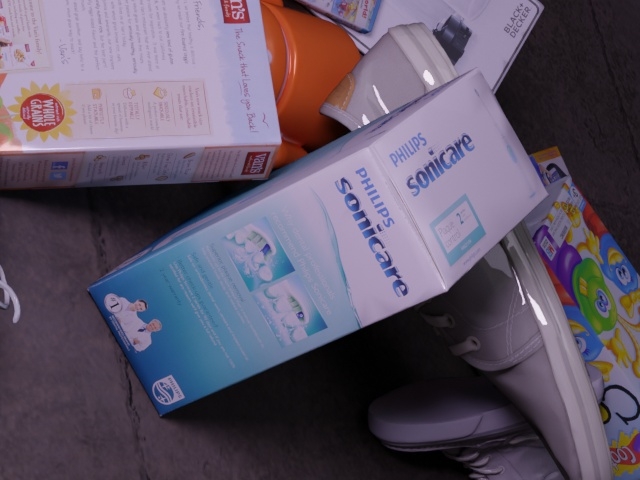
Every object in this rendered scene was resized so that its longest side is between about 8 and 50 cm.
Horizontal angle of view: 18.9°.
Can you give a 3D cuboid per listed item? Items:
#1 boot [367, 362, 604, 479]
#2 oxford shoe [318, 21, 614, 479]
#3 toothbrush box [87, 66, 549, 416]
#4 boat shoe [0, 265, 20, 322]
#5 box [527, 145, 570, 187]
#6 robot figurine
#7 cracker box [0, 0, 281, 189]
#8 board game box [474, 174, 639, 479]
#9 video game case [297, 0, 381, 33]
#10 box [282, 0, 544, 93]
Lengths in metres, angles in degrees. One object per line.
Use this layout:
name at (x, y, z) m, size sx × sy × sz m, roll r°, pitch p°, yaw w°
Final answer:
boot at (0.155, 0.192, 1.785) m, size 0.258 × 0.095 × 0.123 m, roll -7°, pitch 111°, yaw -30°
oxford shoe at (0.129, 0.032, 1.673) m, size 0.449 × 0.130 × 0.169 m, roll 63°, pitch -2°, yaw -6°
toothbrush box at (0.000, 0.000, 1.519) m, size 0.126 × 0.295 × 0.216 m, roll 60°, pitch 33°, yaw -5°
boat shoe at (-0.257, 0.018, 1.314) m, size 0.095 × 0.079 × 0.254 m, roll 33°, pitch 42°, yaw -37°
box at (0.265, -0.035, 2.146) m, size 0.081 × 0.028 × 0.136 m, roll -19°, pitch 82°, yaw -57°
robot figurine at (-0.047, -0.145, 1.705) m, size 0.219 × 0.128 × 0.158 m, roll 9°, pitch 98°, yaw -51°
cracker box at (-0.156, -0.124, 1.488) m, size 0.232 × 0.067 × 0.155 m, roll -3°, pitch 65°, yaw -13°
board game box at (0.251, 0.101, 1.928) m, size 0.275 × 0.144 × 0.142 m, roll 53°, pitch 35°, yaw -14°
video game case at (-0.009, -0.275, 1.755) m, size 0.166 × 0.015 × 0.119 m, roll 23°, pitch 75°, yaw -22°
box at (0.054, -0.241, 1.840) m, size 0.290 × 0.087 × 0.169 m, roll 36°, pitch 70°, yaw -19°
